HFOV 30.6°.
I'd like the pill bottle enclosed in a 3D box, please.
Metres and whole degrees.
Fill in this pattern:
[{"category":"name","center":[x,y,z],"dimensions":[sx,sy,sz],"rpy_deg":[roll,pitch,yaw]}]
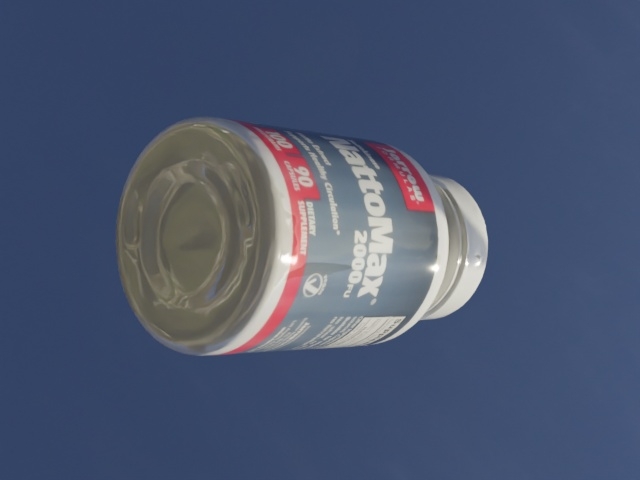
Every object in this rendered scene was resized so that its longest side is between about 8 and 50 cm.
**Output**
[{"category":"pill bottle","center":[0.000,0.000,0.581],"dimensions":[0.108,0.180,0.108],"rpy_deg":[-1,-92,42]}]
